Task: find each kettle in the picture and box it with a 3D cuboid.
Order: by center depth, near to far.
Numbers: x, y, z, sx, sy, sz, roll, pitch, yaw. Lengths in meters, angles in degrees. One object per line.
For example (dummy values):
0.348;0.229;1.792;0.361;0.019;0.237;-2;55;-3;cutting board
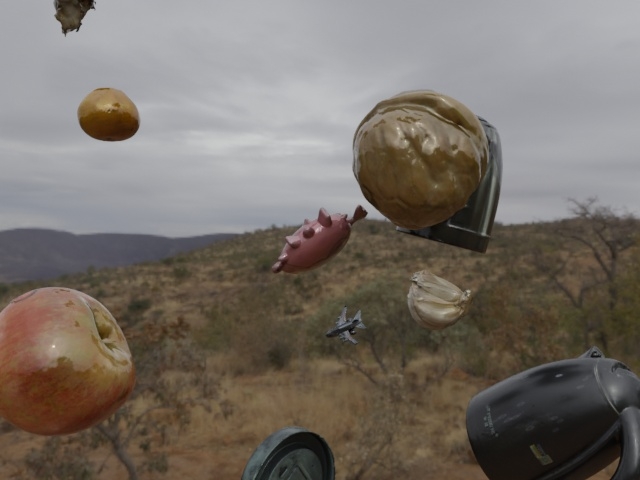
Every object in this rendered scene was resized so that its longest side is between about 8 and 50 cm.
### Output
0.427;0.332;0.991;0.207;0.268;0.290;29;-48;-23;kettle
0.337;-0.153;1.465;0.228;0.324;0.321;15;4;1;kettle

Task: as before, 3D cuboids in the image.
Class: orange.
-0.556;-0.332;1.531;0.159;0.136;0.159;0;-3;0;orange

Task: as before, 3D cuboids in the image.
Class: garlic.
0.163;0.087;0.808;0.094;0.074;0.113;16;10;23;garlic

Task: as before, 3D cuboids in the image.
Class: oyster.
-0.725;-0.738;1.724;0.133;0.197;0.337;17;-14;-24;oyster

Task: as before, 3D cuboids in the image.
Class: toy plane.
0.046;0.164;1.086;0.083;0.078;0.031;-33;-34;26;toy plane

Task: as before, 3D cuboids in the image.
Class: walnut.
0.195;-0.168;1.175;0.285;0.285;0.296;1;36;27;walnut

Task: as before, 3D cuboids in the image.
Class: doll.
0.000;0.000;1.331;0.262;0.093;0.211;-37;-20;-7;doll

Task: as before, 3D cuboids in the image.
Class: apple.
-0.359;0.165;0.796;0.164;0.209;0.209;-32;2;-4;apple

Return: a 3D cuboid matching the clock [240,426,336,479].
-0.063;0.484;1.147;0.226;0.226;0.049;2;0;-43;clock
